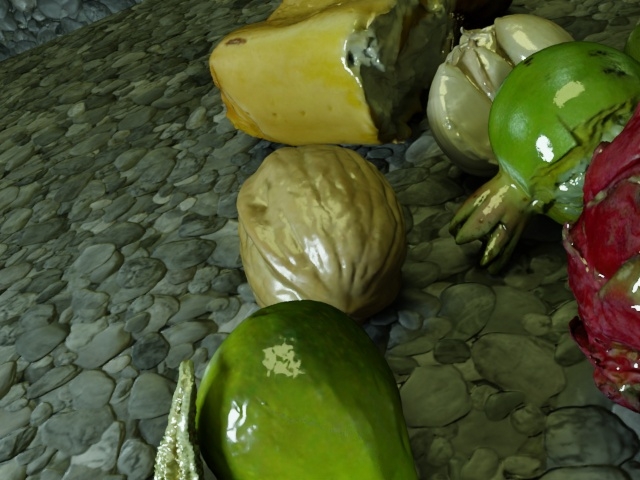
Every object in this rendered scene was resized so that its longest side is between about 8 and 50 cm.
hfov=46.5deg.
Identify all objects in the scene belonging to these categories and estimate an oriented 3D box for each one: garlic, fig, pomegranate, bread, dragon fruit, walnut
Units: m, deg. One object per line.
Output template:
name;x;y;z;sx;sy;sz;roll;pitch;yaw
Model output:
garlic;0.259;-0.222;1.095;0.281;0.203;0.185;-42;2;-8
fig;0.299;-0.453;1.422;0.190;0.190;0.290;-14;52;11
pomegranate;0.283;-0.094;0.906;0.302;0.236;0.236;-44;31;16
bread;0.019;-0.307;1.295;0.394;0.250;0.361;1;38;35
dragon fruit;0.359;0.019;0.615;0.329;0.329;0.329;-14;35;10
fig;0.014;0.191;0.699;0.206;0.206;0.275;-37;52;-21
walnut;0.000;0.000;0.915;0.225;0.225;0.261;-22;39;0

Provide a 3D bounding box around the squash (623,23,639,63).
squash;0.500;-0.267;1.117;0.087;0.087;0.331;-3;38;25

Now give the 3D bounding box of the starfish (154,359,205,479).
starfish;-0.130;0.317;0.640;0.347;0.078;0.358;-36;62;14
